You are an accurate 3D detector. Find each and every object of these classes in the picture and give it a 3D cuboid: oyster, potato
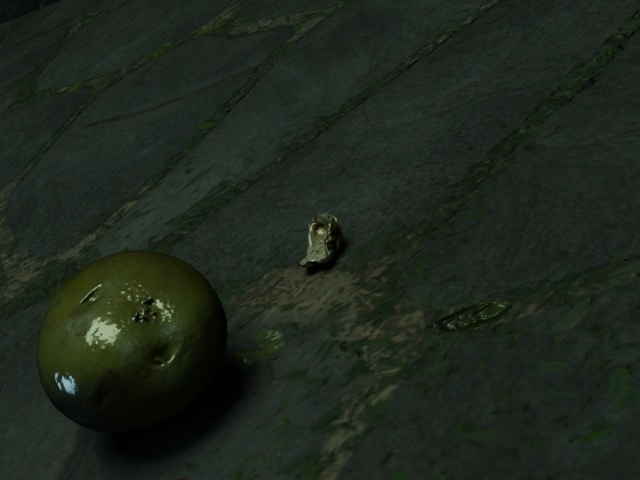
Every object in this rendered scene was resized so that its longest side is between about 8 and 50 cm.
[{"bbox_3d":[0.002,-0.002,1.350,0.051,0.034,0.093,-33,29,35],"label":"oyster"},{"bbox_3d":[-0.187,0.091,1.226,0.174,0.159,0.251,-12,7,-21],"label":"potato"}]

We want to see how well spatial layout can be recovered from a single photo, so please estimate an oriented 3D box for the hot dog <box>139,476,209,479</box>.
[{"bbox_3d":[-0.126,0.231,0.982,0.099,0.065,0.147,-5,30,27],"label":"hot dog"}]
